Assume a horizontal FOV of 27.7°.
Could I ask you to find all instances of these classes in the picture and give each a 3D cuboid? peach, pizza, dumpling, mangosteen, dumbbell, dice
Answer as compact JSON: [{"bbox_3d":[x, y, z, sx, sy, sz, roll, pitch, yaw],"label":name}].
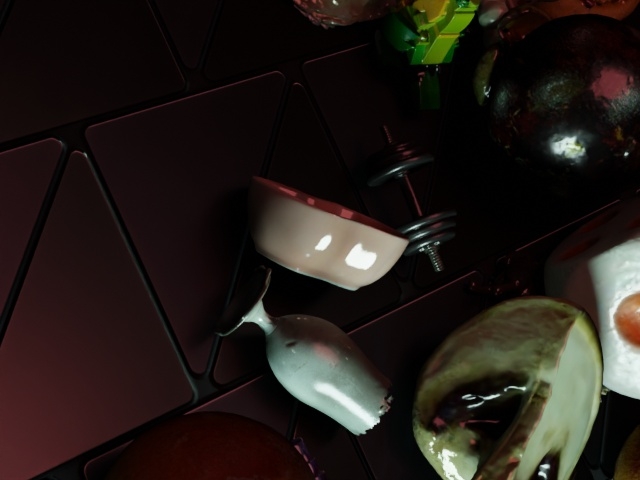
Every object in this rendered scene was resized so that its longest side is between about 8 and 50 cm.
[{"bbox_3d":[-0.107,0.298,1.335,0.252,0.252,0.253,14,65,-31],"label":"peach"},{"bbox_3d":[0.421,-0.453,2.102,0.289,0.081,0.229,-8,77,-36],"label":"pizza"},{"bbox_3d":[0.019,-0.384,1.787,0.332,0.086,0.166,17,60,-25],"label":"dumpling"},{"bbox_3d":[0.358,-0.198,1.852,0.288,0.288,0.288,14,65,-31],"label":"mangosteen"},{"bbox_3d":[0.121,-0.056,1.721,0.099,0.099,0.209,-16,82,-39],"label":"dumbbell"},{"bbox_3d":[0.488,0.062,1.803,0.243,0.259,0.251,56,33,-4],"label":"dice"}]

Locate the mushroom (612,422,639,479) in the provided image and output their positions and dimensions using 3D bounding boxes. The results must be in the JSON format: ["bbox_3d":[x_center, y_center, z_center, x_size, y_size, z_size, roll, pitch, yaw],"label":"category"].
[{"bbox_3d":[0.511,0.355,1.808,0.253,0.153,0.253,14,66,-34],"label":"mushroom"}]

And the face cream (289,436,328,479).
[{"bbox_3d":[0.021,0.358,1.502,0.078,0.078,0.273,-22,87,-39],"label":"face cream"}]

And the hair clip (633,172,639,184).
[{"bbox_3d":[0.512,-0.145,1.943,0.359,0.110,0.096,-86,166,-71],"label":"hair clip"}]

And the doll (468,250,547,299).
[{"bbox_3d":[0.287,0.083,1.818,0.165,0.057,0.139,-23,84,-44],"label":"doll"}]

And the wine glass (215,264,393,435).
[{"bbox_3d":[-0.015,0.135,1.550,0.222,0.103,0.103,41,54,-17],"label":"wine glass"}]

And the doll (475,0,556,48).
[{"bbox_3d":[0.325,-0.408,1.934,0.155,0.275,0.113,43,7,-48],"label":"doll"}]

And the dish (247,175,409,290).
[{"bbox_3d":[0.000,0.000,1.594,0.213,0.213,0.090,19,95,-29],"label":"dish"}]

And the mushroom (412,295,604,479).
[{"bbox_3d":[0.240,0.238,1.677,0.217,0.211,0.292,57,44,-56],"label":"mushroom"}]

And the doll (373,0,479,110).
[{"bbox_3d":[0.151,-0.294,1.792,0.106,0.186,0.134,-7,48,-36],"label":"doll"}]

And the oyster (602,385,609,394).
[{"bbox_3d":[0.376,0.182,1.839,0.105,0.056,0.177,53,39,-18],"label":"oyster"}]
